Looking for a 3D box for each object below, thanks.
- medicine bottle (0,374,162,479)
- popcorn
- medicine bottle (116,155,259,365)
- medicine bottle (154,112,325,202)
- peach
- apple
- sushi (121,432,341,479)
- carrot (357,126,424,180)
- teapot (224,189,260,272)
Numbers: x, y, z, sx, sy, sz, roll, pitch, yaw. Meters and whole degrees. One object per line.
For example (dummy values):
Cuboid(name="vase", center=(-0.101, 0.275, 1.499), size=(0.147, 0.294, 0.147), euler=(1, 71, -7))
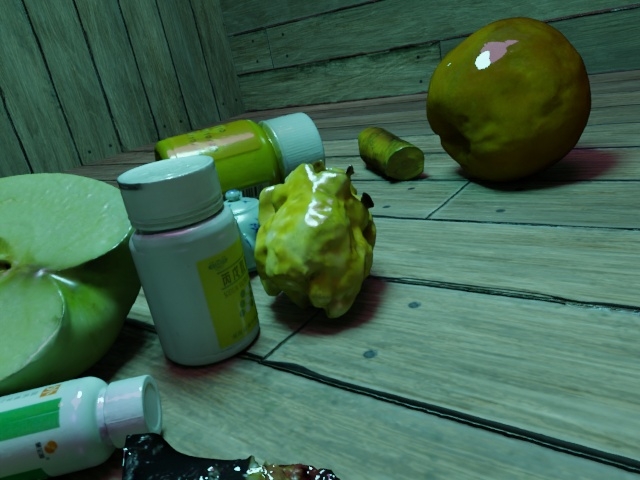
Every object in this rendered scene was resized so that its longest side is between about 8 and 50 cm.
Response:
Cuboid(name="medicine bottle", center=(-0.302, 0.202, 0.536), size=(0.260, 0.095, 0.095), euler=(-13, 21, -2))
Cuboid(name="popcorn", center=(-0.002, -0.002, 0.785), size=(0.192, 0.190, 0.253), euler=(-11, 57, 38))
Cuboid(name="medicine bottle", center=(-0.174, 0.026, 0.693), size=(0.144, 0.257, 0.143), euler=(-10, 22, 4))
Cuboid(name="medicine bottle", center=(-0.198, -0.187, 1.299), size=(0.385, 0.224, 0.224), euler=(-20, 23, -20))
Cuboid(name="peach", center=(0.413, -0.303, 1.128), size=(0.302, 0.342, 0.343), euler=(-36, 24, -3))
Cuboid(name="apple", center=(-0.447, 0.050, 0.710), size=(0.361, 0.311, 0.320), euler=(7, 2, 15))
Cuboid(name="sushi", center=(-0.044, 0.213, 0.315), size=(0.151, 0.152, 0.172), euler=(1, -5, -18))
Cuboid(name="carrot", center=(0.180, -0.235, 1.393), size=(0.114, 0.114, 0.302), euler=(-14, 24, -7))
Cuboid(name="teapot", center=(-0.150, -0.028, 0.975), size=(0.159, 0.158, 0.232), euler=(-13, 21, -3))
